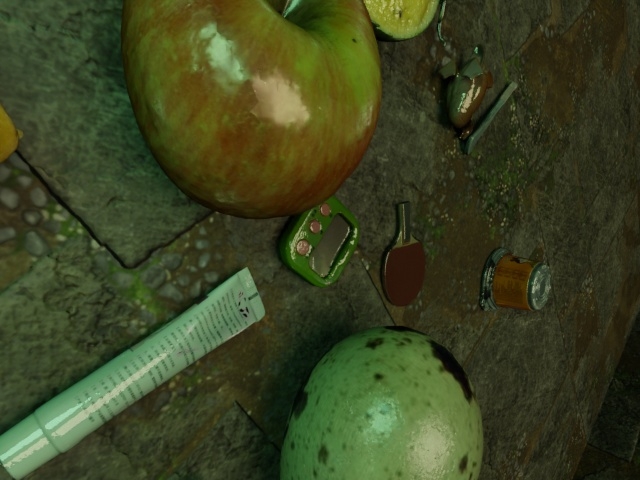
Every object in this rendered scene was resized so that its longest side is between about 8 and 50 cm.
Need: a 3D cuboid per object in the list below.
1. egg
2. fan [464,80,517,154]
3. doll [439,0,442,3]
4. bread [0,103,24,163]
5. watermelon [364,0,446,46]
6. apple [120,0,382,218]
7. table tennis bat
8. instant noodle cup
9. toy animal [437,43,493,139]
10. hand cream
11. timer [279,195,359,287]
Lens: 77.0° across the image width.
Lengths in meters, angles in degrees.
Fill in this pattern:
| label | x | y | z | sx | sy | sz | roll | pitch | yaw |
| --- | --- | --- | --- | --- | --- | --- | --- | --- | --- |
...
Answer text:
| label | x | y | z | sx | sy | sz | roll | pitch | yaw |
| --- | --- | --- | --- | --- | --- | --- | --- | --- | --- |
| egg | 0.087 | 0.318 | 0.619 | 0.288 | 0.288 | 0.379 | 9 | 97 | -41 |
| fan | 0.418 | -0.305 | 0.984 | 0.282 | 0.023 | 0.057 | -48 | 152 | -27 |
| doll | 0.181 | -0.463 | 0.726 | 0.078 | 0.077 | 0.113 | -28 | 113 | -25 |
| bread | -0.364 | -0.124 | 0.283 | 0.174 | 0.121 | 0.245 | -46 | 125 | -28 |
| watermelon | 0.090 | -0.410 | 0.622 | 0.232 | 0.127 | 0.204 | -12 | 104 | -37 |
| apple | -0.079 | -0.176 | 0.454 | 0.278 | 0.250 | 0.309 | 18 | 63 | -26 |
| table tennis bat | 0.171 | 0.030 | 0.827 | 0.130 | 0.019 | 0.220 | -13 | 106 | -38 |
| instant noodle cup | 0.532 | 0.114 | 1.075 | 0.177 | 0.126 | 0.208 | 43 | 68 | -35 |
| toy animal | 0.324 | -0.323 | 0.873 | 0.188 | 0.089 | 0.179 | -64 | 146 | -15 |
| hand cream | -0.204 | 0.150 | 0.498 | 0.331 | 0.058 | 0.085 | -32 | 114 | -33 |
| timer | 0.000 | 0.000 | 0.659 | 0.128 | 0.047 | 0.140 | 42 | 70 | -34 |
